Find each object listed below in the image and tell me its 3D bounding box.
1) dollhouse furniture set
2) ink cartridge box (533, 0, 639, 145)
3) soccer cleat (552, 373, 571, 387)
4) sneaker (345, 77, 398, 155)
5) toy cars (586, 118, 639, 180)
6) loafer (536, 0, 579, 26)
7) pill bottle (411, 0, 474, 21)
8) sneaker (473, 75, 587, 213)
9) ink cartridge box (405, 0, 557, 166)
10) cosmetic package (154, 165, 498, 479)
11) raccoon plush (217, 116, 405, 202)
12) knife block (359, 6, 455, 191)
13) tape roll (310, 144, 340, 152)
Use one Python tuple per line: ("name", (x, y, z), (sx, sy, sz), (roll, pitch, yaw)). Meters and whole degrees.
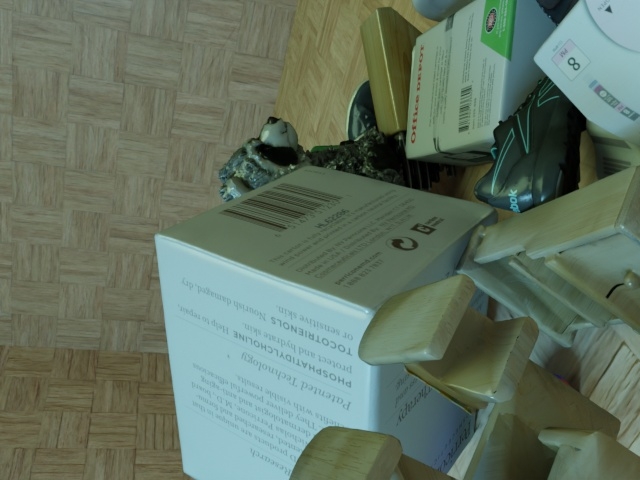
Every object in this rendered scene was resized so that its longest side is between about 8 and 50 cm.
("dollhouse furniture set", (0.203, 0.159, 0.619), (0.394, 0.362, 0.256), (-60, 10, -21))
("ink cartridge box", (0.325, -0.146, 0.573), (0.232, 0.066, 0.189), (54, 150, 12))
("soccer cleat", (0.252, 0.261, 0.866), (0.095, 0.083, 0.248), (-105, 23, -60))
("sneaker", (0.128, -0.158, 1.342), (0.148, 0.131, 0.350), (-155, 62, -74))
("toy cars", (0.349, -0.203, 0.628), (0.394, 0.087, 0.177), (109, 156, -52))
("loafer", (0.311, -0.296, 0.673), (0.095, 0.109, 0.302), (61, 175, -3))
("pill bottle", (0.227, -0.511, 1.093), (0.146, 0.146, 0.264), (156, 120, -71))
("sneaker", (0.260, -0.143, 0.777), (0.106, 0.101, 0.267), (3, 53, 37))
("ink cartridge box", (0.244, -0.229, 0.976), (0.289, 0.121, 0.211), (-174, 90, -73))
("cosmetic package", (0.018, 0.148, 0.913), (0.327, 0.329, 0.394), (16, 121, 31))
("raccoon plush", (0.000, 0.000, 1.152), (0.216, 0.299, 0.447), (-173, 68, -81))
("knife block", (0.138, -0.225, 1.143), (0.242, 0.275, 0.088), (-57, 12, -13))
("tape roll", (0.028, -0.049, 1.459), (0.321, 0.077, 0.321), (0, -90, -79))
